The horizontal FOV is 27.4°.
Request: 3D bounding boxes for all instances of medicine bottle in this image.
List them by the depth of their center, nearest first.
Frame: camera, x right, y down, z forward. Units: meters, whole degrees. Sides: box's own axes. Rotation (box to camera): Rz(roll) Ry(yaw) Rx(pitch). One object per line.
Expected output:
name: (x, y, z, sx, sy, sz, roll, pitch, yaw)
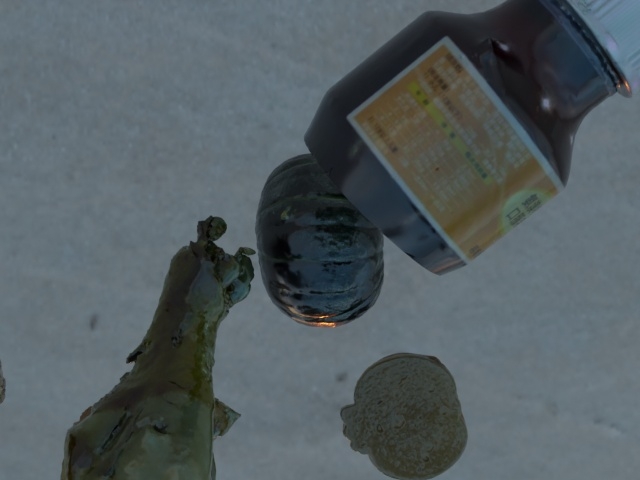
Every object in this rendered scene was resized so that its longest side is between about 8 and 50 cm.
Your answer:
medicine bottle: (0.196, -0.161, 1.342, 0.395, 0.242, 0.242, -40, 134, 11)

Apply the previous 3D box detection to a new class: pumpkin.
pumpkin: (0.000, 0.000, 1.638, 0.161, 0.221, 0.221, 1, 140, 4)

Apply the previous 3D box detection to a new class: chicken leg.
chicken leg: (-0.165, 0.179, 1.463, 0.201, 0.429, 0.153, 18, 159, -9)

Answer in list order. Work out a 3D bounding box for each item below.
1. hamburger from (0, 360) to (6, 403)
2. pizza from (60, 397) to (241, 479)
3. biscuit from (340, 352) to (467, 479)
hamburger: (-0.560, 0.130, 1.469, 0.445, 0.268, 0.287, 22, 168, -6)
pizza: (-0.226, 0.260, 1.713, 0.297, 0.189, 0.071, -34, 132, 23)
biscuit: (0.107, 0.232, 1.721, 0.170, 0.170, 0.050, -13, 180, 1)
